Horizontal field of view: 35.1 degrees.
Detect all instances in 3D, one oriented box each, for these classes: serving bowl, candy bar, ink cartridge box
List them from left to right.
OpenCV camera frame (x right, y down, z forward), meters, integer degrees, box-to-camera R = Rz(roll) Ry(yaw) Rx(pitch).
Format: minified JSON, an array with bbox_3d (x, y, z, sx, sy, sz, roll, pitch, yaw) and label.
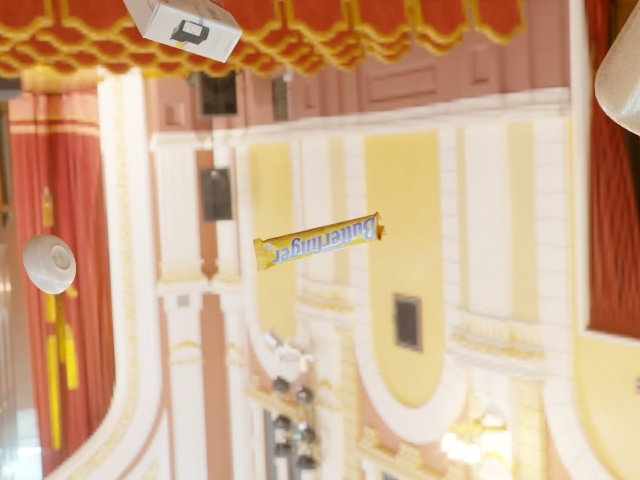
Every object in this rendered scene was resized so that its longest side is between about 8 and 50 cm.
[{"bbox_3d":[-0.350,0.027,1.329,0.027,0.083,0.083,-23,175,26],"label":"serving bowl"},{"bbox_3d":[-0.245,-0.399,1.796,0.175,0.072,0.127,11,-144,-39],"label":"ink cartridge box"},{"bbox_3d":[0.000,0.000,1.197,0.162,0.040,0.018,-13,-167,-9],"label":"candy bar"}]

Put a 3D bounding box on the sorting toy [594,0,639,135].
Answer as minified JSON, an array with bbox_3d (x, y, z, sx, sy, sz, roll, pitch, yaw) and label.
[{"bbox_3d":[0.241,-0.115,0.477,0.208,0.193,0.038,18,-161,-33],"label":"sorting toy"}]
